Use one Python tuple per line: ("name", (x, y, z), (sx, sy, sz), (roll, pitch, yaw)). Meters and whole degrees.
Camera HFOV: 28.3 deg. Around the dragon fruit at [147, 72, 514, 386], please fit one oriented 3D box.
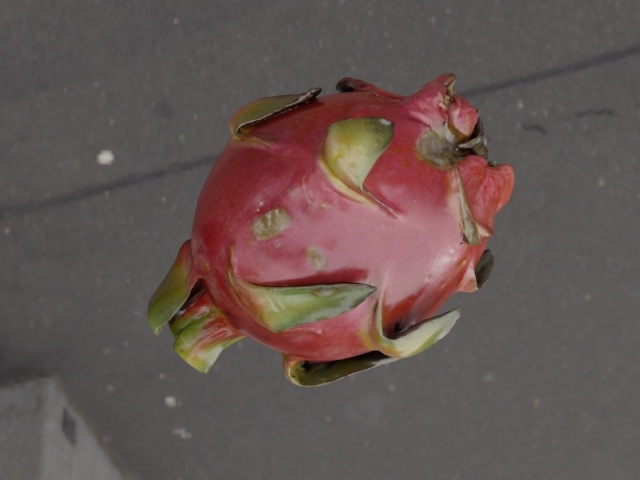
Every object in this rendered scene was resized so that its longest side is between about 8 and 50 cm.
("dragon fruit", (-0.002, -0.001, 0.375), (0.116, 0.086, 0.081), (-19, 180, 32))
